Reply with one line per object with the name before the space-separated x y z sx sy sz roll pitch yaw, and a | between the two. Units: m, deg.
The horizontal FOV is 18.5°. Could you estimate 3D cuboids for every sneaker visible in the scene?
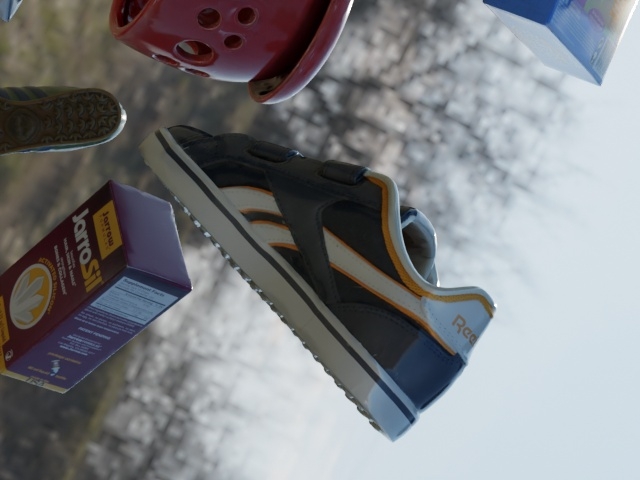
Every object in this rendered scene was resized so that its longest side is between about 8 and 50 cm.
sneaker | -0.263 -0.103 1.720 0.086 0.192 0.064 -1 90 -87
sneaker | 0.000 0.000 1.409 0.127 0.321 0.126 -43 147 -3

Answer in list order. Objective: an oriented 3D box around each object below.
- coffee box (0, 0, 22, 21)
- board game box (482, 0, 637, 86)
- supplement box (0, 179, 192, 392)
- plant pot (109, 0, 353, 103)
coffee box | -0.233 -0.326 1.403 0.297 0.119 0.168 108 3 -50
board game box | 0.181 -0.216 1.231 0.210 0.047 0.160 -66 158 -1
supplement box | -0.215 0.044 1.813 0.188 0.081 0.104 -39 -131 28
plant pot | -0.071 -0.230 1.760 0.191 0.174 0.191 -51 -155 35
